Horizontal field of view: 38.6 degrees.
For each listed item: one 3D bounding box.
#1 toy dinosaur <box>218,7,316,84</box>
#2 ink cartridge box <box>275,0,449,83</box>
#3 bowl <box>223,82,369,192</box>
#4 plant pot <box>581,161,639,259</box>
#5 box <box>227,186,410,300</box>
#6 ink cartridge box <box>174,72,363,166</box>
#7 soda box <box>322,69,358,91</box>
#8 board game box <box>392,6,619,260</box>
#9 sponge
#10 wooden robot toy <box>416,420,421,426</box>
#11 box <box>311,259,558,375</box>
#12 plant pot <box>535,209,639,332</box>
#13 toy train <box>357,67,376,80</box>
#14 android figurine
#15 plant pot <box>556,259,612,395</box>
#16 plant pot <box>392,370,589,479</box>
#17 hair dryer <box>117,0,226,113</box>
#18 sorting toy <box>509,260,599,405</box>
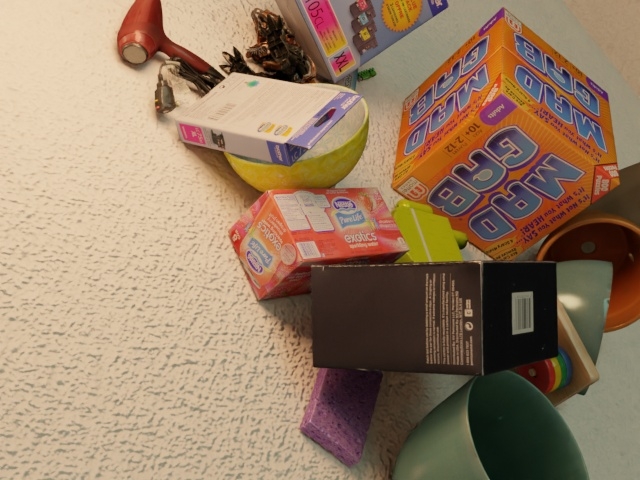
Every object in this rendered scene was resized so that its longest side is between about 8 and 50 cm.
[{"bbox_3d":[-0.072,-0.378,1.958,0.322,0.164,0.218,43,16,27],"label":"toy dinosaur"},{"bbox_3d":[0.107,-0.574,2.026,0.151,0.395,0.270,40,-17,51],"label":"ink cartridge box"},{"bbox_3d":[-0.037,-0.165,1.765,0.289,0.289,0.156,-71,155,-48],"label":"bowl"},{"bbox_3d":[0.871,-0.078,2.501,0.323,0.280,0.323,27,43,-28],"label":"plant pot"},{"bbox_3d":[0.000,0.000,1.698,0.300,0.142,0.154,-6,63,-47],"label":"box"},{"bbox_3d":[-0.092,-0.223,1.676,0.186,0.311,0.065,-47,137,-37],"label":"ink cartridge box"},{"bbox_3d":[0.041,-0.348,2.102,0.063,0.058,0.183,32,42,-21],"label":"soda box"},{"bbox_3d":[0.429,-0.239,2.142,0.356,0.356,0.356,33,40,-19],"label":"board game box"},{"bbox_3d":[0.040,0.277,1.594,0.117,0.031,0.210,39,38,-14],"label":"sponge"},{"bbox_3d":[0.267,0.357,1.706,0.173,0.079,0.076,30,42,-23],"label":"wooden robot toy"},{"bbox_3d":[0.204,0.124,1.577,0.343,0.312,0.179,2,87,-56],"label":"box"},{"bbox_3d":[0.659,0.049,2.209,0.291,0.291,0.203,42,22,-9],"label":"plant pot"},{"bbox_3d":[0.112,-0.409,2.257,0.083,0.017,0.024,-31,93,-52],"label":"toy train"},{"bbox_3d":[0.229,0.017,1.976,0.273,0.056,0.248,9,53,-40],"label":"android figurine"},{"bbox_3d":[0.499,0.168,1.970,0.195,0.290,0.290,12,38,12],"label":"plant pot"},{"bbox_3d":[0.262,0.394,1.516,0.293,0.235,0.293,28,40,-27],"label":"plant pot"},{"bbox_3d":[-0.301,-0.366,1.792,0.223,0.080,0.293,-13,78,-58],"label":"hair dryer"},{"bbox_3d":[0.388,0.216,1.816,0.089,0.255,0.257,-10,65,-31],"label":"sorting toy"}]
